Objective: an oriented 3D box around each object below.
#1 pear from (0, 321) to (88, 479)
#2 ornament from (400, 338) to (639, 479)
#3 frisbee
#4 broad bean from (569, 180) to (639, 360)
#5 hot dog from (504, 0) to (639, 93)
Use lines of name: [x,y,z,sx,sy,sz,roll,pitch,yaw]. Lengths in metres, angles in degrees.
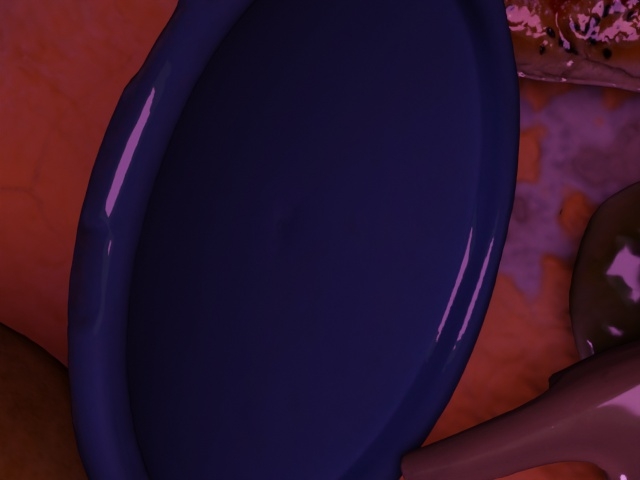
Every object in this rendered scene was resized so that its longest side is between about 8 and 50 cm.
pear: [-0.221,0.143,0.428,0.304,0.304,0.304,0,87,-3]
ornament: [0.165,0.099,0.530,0.245,0.061,0.230,-24,93,11]
frisbee: [-0.004,-0.001,0.480,0.049,0.289,0.289,18,85,33]
broad bean: [0.223,0.051,0.576,0.206,0.072,0.153,17,85,8]
hot dog: [0.182,-0.144,0.574,0.268,0.075,0.144,-1,89,-1]
